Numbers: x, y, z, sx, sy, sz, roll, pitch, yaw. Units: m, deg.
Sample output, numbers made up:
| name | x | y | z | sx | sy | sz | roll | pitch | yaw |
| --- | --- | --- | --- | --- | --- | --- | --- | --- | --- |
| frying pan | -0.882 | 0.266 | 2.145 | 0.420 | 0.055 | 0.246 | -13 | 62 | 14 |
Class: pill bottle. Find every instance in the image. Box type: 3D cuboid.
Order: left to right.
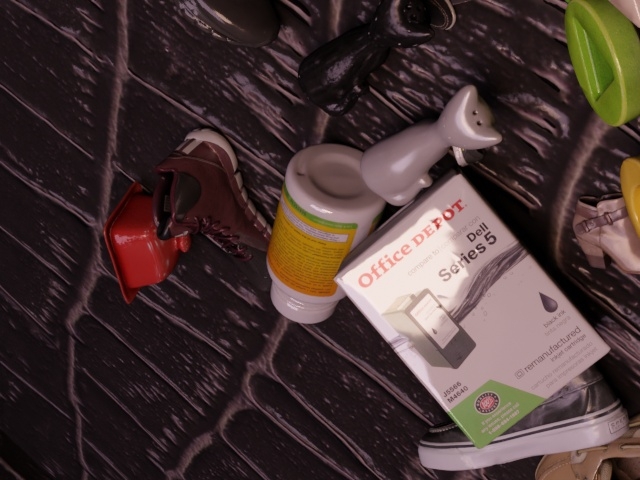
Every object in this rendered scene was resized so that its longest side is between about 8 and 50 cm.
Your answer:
| name | x | y | z | sx | sy | sz | roll | pitch | yaw |
| --- | --- | --- | --- | --- | --- | --- | --- | --- | --- |
| pill bottle | 0.000 | 0.000 | 1.216 | 0.136 | 0.136 | 0.245 | 33 | 138 | 16 |

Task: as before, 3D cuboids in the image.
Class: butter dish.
| name | x | y | z | sx | sy | sz | roll | pitch | yaw |
| --- | --- | --- | --- | --- | --- | --- | --- | --- | --- |
| butter dish | -0.270 | 0.001 | 1.466 | 0.118 | 0.160 | 0.159 | -1 | 124 | 15 |

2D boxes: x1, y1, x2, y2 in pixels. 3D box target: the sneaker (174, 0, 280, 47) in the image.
| name | x | y | z | sx | sy | sz | roll | pitch | yaw |
| --- | --- | --- | --- | --- | --- | --- | --- | --- | --- |
| sneaker | -0.136 | -0.364 | 1.074 | 0.130 | 0.109 | 0.286 | -28 | 103 | 43 |

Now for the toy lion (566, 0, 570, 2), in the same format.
| name | x | y | z | sx | sy | sz | roll | pitch | yaw |
| --- | --- | --- | --- | --- | --- | --- | --- | --- | --- |
| toy lion | 0.262 | -0.270 | 0.859 | 0.100 | 0.034 | 0.096 | 28 | 143 | 21 |

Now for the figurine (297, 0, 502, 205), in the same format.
| name | x | y | z | sx | sy | sz | roll | pitch | yaw |
| --- | --- | --- | --- | --- | --- | --- | --- | --- | --- |
| figurine | 0.095 | -0.163 | 1.002 | 0.215 | 0.092 | 0.209 | 56 | 149 | -3 |

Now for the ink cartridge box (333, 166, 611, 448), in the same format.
| name | x | y | z | sx | sy | sz | roll | pitch | yaw |
| --- | --- | --- | --- | --- | --- | --- | --- | --- | --- |
| ink cartridge box | 0.176 | 0.076 | 1.075 | 0.198 | 0.115 | 0.273 | -41 | 92 | 11 |

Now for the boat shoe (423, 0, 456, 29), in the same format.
| name | x | y | z | sx | sy | sz | roll | pitch | yaw |
| --- | --- | --- | --- | --- | --- | --- | --- | --- | --- |
| boat shoe | 0.095 | -0.275 | 0.989 | 0.125 | 0.038 | 0.046 | 45 | 140 | 3 |

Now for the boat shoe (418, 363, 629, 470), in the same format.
| name | x | y | z | sx | sy | sz | roll | pitch | yaw |
| --- | --- | --- | --- | --- | --- | --- | --- | --- | --- |
| boat shoe | 0.260 | 0.233 | 1.215 | 0.335 | 0.121 | 0.119 | -26 | 80 | 43 |

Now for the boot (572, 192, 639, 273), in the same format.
| name | x | y | z | sx | sy | sz | roll | pitch | yaw |
| --- | --- | --- | --- | --- | --- | --- | --- | --- | --- |
| boot | 0.340 | -0.010 | 0.992 | 0.118 | 0.042 | 0.087 | 1 | 114 | 33 |

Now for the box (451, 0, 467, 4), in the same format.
| name | x | y | z | sx | sy | sz | roll | pitch | yaw |
| --- | --- | --- | --- | --- | --- | --- | --- | --- | --- |
| box | 0.165 | -0.349 | 0.665 | 0.077 | 0.307 | 0.242 | -1 | 120 | 46 |

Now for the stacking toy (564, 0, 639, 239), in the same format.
| name | x | y | z | sx | sy | sz | roll | pitch | yaw |
| --- | --- | --- | --- | --- | --- | --- | --- | --- | --- |
| stacking toy | 0.340 | -0.133 | 0.783 | 0.309 | 0.130 | 0.279 | 58 | -168 | -79 |

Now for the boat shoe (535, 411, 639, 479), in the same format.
| name | x | y | z | sx | sy | sz | roll | pitch | yaw |
| --- | --- | --- | --- | --- | --- | --- | --- | --- | --- |
| boat shoe | 0.378 | 0.303 | 1.160 | 0.109 | 0.098 | 0.302 | 48 | 140 | 0 |

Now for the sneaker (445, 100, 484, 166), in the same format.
| name | x | y | z | sx | sy | sz | roll | pitch | yaw |
| --- | --- | --- | --- | --- | --- | --- | --- | --- | --- |
| sneaker | 0.171 | -0.129 | 1.053 | 0.035 | 0.031 | 0.083 | -11 | 115 | 25 |

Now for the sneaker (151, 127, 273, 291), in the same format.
| name | x | y | z | sx | sy | sz | roll | pitch | yaw |
| --- | --- | --- | --- | --- | --- | --- | --- | --- | --- |
| sneaker | -0.168 | -0.013 | 1.330 | 0.106 | 0.162 | 0.281 | -9 | 115 | 44 |
